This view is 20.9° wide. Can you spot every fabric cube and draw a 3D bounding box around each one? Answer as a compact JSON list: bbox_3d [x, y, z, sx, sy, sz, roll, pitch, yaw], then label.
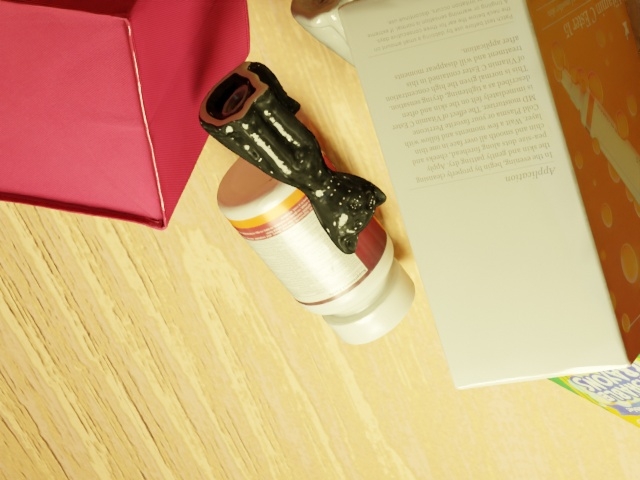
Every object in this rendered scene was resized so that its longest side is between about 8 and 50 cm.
[{"bbox_3d":[-0.227,-0.200,1.595,0.254,0.258,0.259,9,138,13],"label":"fabric cube"}]

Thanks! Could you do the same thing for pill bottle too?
[{"bbox_3d":[0.000,0.000,1.816,0.121,0.121,0.221,-16,127,35],"label":"pill bottle"}]

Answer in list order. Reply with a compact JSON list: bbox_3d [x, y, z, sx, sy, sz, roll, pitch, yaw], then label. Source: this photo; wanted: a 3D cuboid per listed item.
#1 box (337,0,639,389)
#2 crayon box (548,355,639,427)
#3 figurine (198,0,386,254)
[{"bbox_3d":[0.178,-0.077,1.493,0.168,0.215,0.345,-10,104,31],"label":"box"},{"bbox_3d":[0.373,0.139,1.788,0.323,0.083,0.203,27,160,-7],"label":"crayon box"},{"bbox_3d":[0.026,-0.123,1.627,0.209,0.215,0.092,44,171,-32],"label":"figurine"}]
